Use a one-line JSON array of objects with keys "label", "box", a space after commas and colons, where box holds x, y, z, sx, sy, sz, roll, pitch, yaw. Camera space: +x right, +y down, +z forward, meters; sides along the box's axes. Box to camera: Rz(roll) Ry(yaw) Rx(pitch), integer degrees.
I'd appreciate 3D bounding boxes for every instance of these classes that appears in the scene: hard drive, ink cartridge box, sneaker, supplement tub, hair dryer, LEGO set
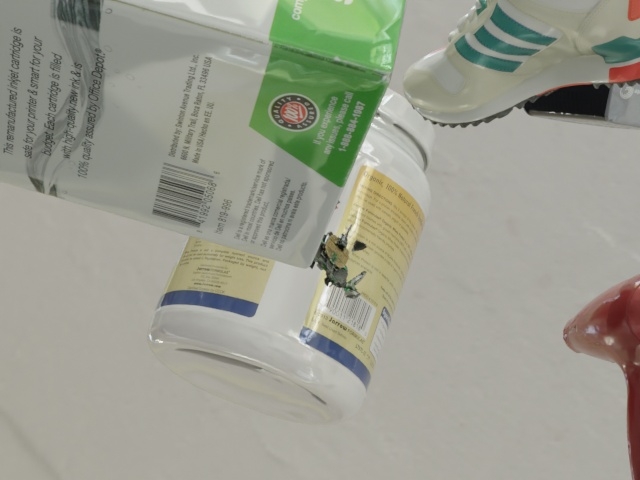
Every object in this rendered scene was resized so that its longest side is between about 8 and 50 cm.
[{"label": "hard drive", "box": [0.342, -0.139, 1.562, 0.172, 0.254, 0.054, 13, -81, 57]}, {"label": "ink cartridge box", "box": [-0.081, -0.084, 0.630, 0.153, 0.208, 0.087, 115, -11, -58]}, {"label": "sneaker", "box": [0.088, -0.099, 0.640, 0.161, 0.057, 0.075, -8, -61, 49]}, {"label": "supplement tub", "box": [-0.020, 0.004, 1.548, 0.228, 0.228, 0.316, -2, -120, 47]}, {"label": "hair dryer", "box": [0.284, 0.137, 1.378, 0.293, 0.080, 0.224, -110, -143, -59]}, {"label": "LEGO set", "box": [0.001, -0.001, 0.883, 0.023, 0.054, 0.083, -33, -130, 32]}]
